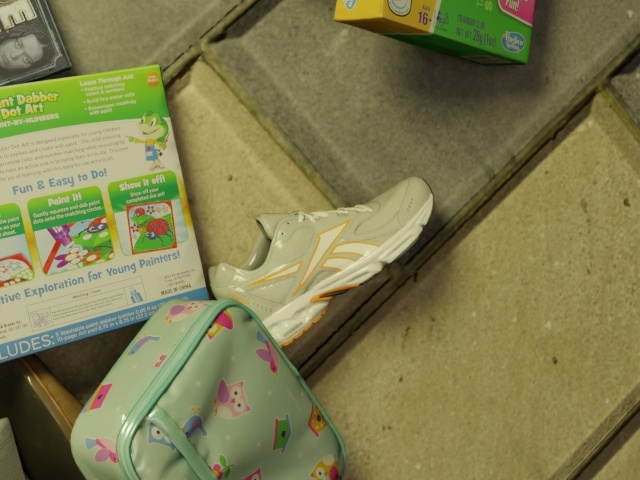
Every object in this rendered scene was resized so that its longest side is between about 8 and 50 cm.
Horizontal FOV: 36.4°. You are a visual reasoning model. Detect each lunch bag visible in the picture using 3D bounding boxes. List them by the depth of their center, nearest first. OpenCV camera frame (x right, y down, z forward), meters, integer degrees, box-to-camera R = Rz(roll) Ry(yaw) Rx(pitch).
[{"bbox_3d":[-0.095,0.212,0.928,0.279,0.107,0.224,59,44,-28],"label":"lunch bag"}]

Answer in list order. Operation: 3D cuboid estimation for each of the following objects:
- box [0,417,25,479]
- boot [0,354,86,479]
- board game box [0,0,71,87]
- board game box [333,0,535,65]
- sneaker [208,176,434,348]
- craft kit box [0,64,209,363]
[{"bbox_3d":[-0.346,0.229,0.913,0.101,0.102,0.087,-12,97,7],"label":"box"},{"bbox_3d":[-0.216,0.221,0.983,0.305,0.112,0.115,55,49,-8],"label":"boot"},{"bbox_3d":[-0.359,-0.252,0.919,0.165,0.042,0.243,-23,100,-13],"label":"board game box"},{"bbox_3d":[0.136,-0.356,0.991,0.242,0.064,0.317,4,94,-43],"label":"board game box"},{"bbox_3d":[0.000,0.000,1.015,0.262,0.099,0.121,-38,99,-11],"label":"sneaker"},{"bbox_3d":[-0.249,-0.028,0.928,0.249,0.061,0.247,-15,101,-31],"label":"craft kit box"}]
